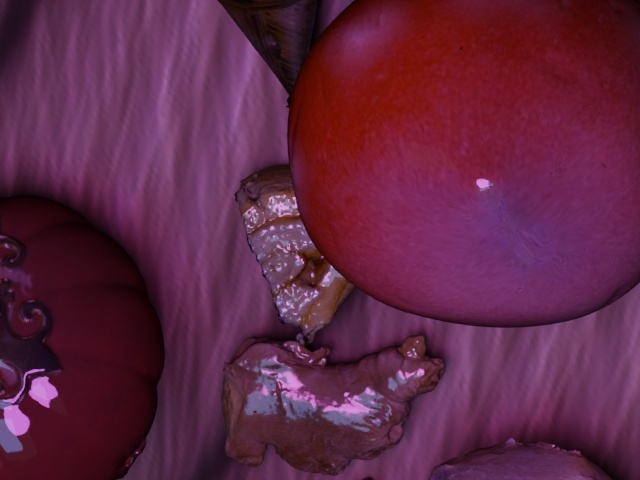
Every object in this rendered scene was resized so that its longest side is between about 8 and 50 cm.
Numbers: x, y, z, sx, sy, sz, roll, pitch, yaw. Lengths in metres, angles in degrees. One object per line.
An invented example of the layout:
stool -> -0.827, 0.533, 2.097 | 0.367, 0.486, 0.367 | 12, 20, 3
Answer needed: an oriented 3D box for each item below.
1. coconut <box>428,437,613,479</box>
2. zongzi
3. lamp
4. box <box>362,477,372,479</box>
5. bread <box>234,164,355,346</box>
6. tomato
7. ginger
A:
coconut -> 0.177, 0.282, 1.524 | 0.227, 0.227, 0.230 | -35, 106, 22
zongzi -> -0.101, -0.241, 1.465 | 0.221, 0.112, 0.242 | 11, 112, 8
lamp -> -0.285, 0.108, 1.551 | 0.303, 0.257, 0.303 | -6, 69, 16
box -> 0.009, 0.359, 1.577 | 0.153, 0.252, 0.188 | -28, 100, 20
bread -> 0.004, 0.004, 1.542 | 0.110, 0.103, 0.156 | -21, 109, 8
tomato -> 0.132, -0.069, 1.360 | 0.321, 0.321, 0.321 | 4, 110, 12
ginger -> 0.011, 0.149, 1.602 | 0.213, 0.074, 0.137 | -3, 114, 9
